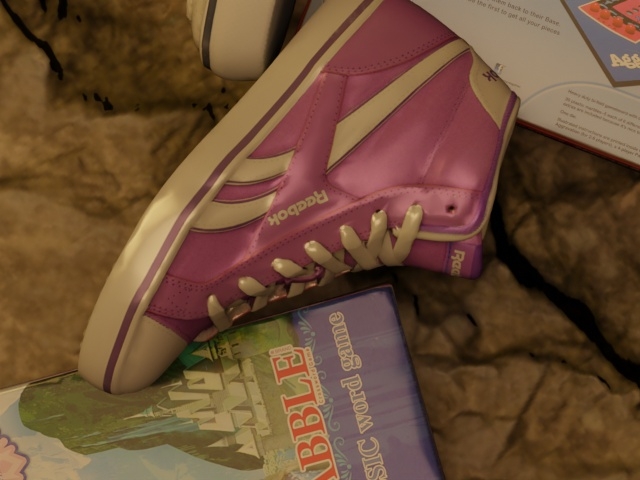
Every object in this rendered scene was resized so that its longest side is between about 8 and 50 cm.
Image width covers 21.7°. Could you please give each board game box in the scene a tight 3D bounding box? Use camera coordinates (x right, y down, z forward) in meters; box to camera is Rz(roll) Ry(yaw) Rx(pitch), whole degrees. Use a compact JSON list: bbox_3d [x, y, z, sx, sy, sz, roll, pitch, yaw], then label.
[{"bbox_3d":[-0.069,0.217,0.981,0.318,0.066,0.319,-16,88,2],"label":"board game box"},{"bbox_3d":[0.141,-0.137,0.997,0.281,0.027,0.145,22,92,2],"label":"board game box"}]

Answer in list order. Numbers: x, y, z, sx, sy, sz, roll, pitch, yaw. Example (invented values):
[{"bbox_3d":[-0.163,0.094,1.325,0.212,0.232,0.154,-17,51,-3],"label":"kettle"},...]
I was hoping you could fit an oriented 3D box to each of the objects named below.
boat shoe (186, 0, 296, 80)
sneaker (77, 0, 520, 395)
[{"bbox_3d":[-0.068,-0.277,0.953,0.156,0.136,0.367,8,87,2],"label":"boat shoe"},{"bbox_3d":[0.000,0.000,0.918,0.161,0.102,0.282,38,84,8],"label":"sneaker"}]
